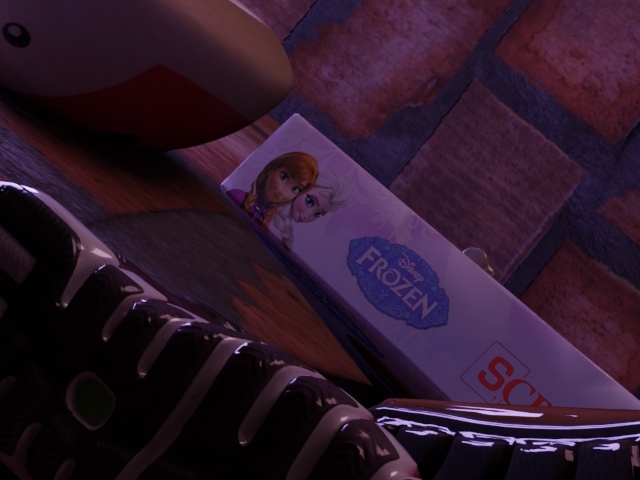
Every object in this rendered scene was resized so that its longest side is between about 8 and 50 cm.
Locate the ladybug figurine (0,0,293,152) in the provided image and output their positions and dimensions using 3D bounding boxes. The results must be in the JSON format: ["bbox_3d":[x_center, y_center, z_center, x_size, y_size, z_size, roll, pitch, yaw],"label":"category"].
[{"bbox_3d":[-0.182,-0.188,1.098,0.305,0.162,0.449,40,8,18],"label":"ladybug figurine"}]

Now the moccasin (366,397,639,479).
[{"bbox_3d":[0.135,0.131,0.403,0.147,0.139,0.380,19,-14,-24],"label":"moccasin"}]

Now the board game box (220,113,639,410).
[{"bbox_3d":[0.111,0.108,0.755,0.319,0.066,0.318,42,-7,33],"label":"board game box"}]

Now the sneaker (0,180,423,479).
[{"bbox_3d":[-0.015,0.086,0.435,0.281,0.106,0.162,42,5,36],"label":"sneaker"}]

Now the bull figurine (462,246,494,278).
[{"bbox_3d":[0.150,0.105,1.050,0.310,0.101,0.188,43,-5,15],"label":"bull figurine"}]
